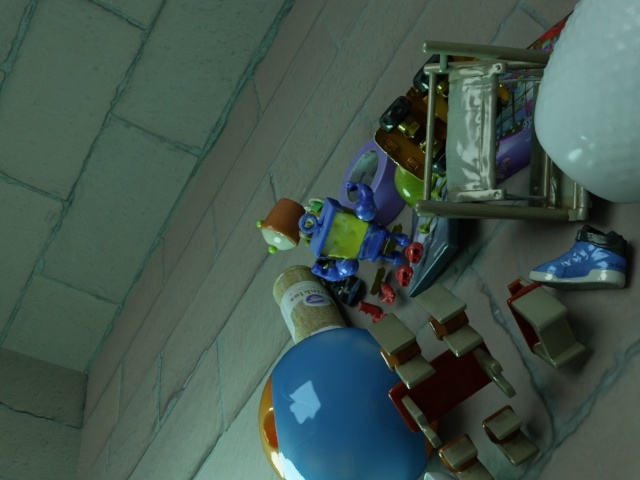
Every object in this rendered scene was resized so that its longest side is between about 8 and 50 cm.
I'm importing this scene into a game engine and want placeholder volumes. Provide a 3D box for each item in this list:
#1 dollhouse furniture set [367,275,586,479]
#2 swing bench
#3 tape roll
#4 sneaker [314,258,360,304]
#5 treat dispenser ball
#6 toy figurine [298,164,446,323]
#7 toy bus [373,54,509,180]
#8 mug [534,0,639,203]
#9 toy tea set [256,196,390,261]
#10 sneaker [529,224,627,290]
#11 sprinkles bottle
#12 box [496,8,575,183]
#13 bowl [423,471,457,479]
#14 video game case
[{"bbox_3d":[0.217,0.167,1.104,0.259,0.262,0.135,-32,22,-5],"label":"dollhouse furniture set"},{"bbox_3d":[0.276,-0.158,1.209,0.165,0.254,0.253,3,-90,-81],"label":"swing bench"},{"bbox_3d":[0.123,-0.126,1.756,0.189,0.080,0.189,-48,29,38],"label":"tape roll"},{"bbox_3d":[0.032,0.086,1.756,0.067,0.078,0.188,-63,24,9],"label":"sneaker"},{"bbox_3d":[0.044,0.284,1.283,0.288,0.288,0.288,-47,30,38],"label":"treat dispenser ball"},{"bbox_3d":[0.072,-0.026,1.503,0.191,0.217,0.363,-100,27,-69],"label":"toy figurine"},{"bbox_3d":[0.208,-0.239,1.429,0.220,0.149,0.211,-48,10,17],"label":"toy bus"},{"bbox_3d":[0.444,-0.176,0.926,0.374,0.276,0.328,58,133,26],"label":"mug"},{"bbox_3d":[0.000,0.000,1.762,0.336,0.200,0.124,1,61,60],"label":"toy tea set"},{"bbox_3d":[0.363,0.023,1.123,0.152,0.058,0.085,-8,67,59],"label":"sneaker"},{"bbox_3d":[-0.013,0.175,1.716,0.121,0.121,0.355,-61,23,13],"label":"sprinkles bottle"},{"bbox_3d":[0.356,-0.234,1.379,0.293,0.057,0.201,-38,37,49],"label":"box"},{"bbox_3d":[0.189,0.406,1.109,0.142,0.053,0.142,-124,32,-64],"label":"bowl"},{"bbox_3d":[0.213,-0.055,1.498,0.196,0.026,0.274,116,163,-55],"label":"video game case"}]
